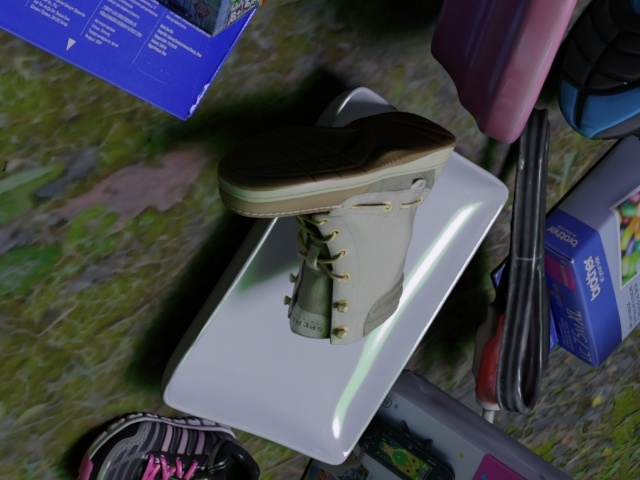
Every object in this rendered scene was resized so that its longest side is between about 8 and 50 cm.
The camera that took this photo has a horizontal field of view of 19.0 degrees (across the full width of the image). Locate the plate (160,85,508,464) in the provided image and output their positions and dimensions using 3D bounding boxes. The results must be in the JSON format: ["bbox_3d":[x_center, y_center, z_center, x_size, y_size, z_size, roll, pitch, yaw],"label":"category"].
[{"bbox_3d":[0.009,0.030,1.507,0.277,0.045,0.278,-58,146,3],"label":"plate"}]

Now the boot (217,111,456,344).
[{"bbox_3d":[0.000,0.000,1.369,0.213,0.077,0.165,-14,130,-45],"label":"boot"}]

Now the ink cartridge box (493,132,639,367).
[{"bbox_3d":[0.298,-0.009,1.824,0.311,0.065,0.186,-43,144,-17],"label":"ink cartridge box"}]

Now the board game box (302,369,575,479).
[{"bbox_3d":[0.072,0.295,1.645,0.097,0.224,0.303,8,111,-55],"label":"board game box"}]

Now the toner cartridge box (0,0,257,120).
[{"bbox_3d":[-0.129,-0.186,1.067,0.165,0.075,0.348,-59,158,3],"label":"toner cartridge box"}]

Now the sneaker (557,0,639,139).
[{"bbox_3d":[0.342,-0.198,1.665,0.341,0.125,0.140,-46,150,-12],"label":"sneaker"}]

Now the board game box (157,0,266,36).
[{"bbox_3d":[-0.011,-0.242,1.054,0.194,0.060,0.194,-40,154,-35],"label":"board game box"}]

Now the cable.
[{"bbox_3d":[0.159,0.032,1.646,0.139,0.072,0.287,-61,151,-59],"label":"cable"}]

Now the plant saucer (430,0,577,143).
[{"bbox_3d":[0.156,-0.234,1.329,0.332,0.084,0.332,20,90,-87],"label":"plant saucer"}]

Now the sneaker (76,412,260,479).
[{"bbox_3d":[-0.109,0.174,1.452,0.170,0.075,0.063,2,116,-52],"label":"sneaker"}]
